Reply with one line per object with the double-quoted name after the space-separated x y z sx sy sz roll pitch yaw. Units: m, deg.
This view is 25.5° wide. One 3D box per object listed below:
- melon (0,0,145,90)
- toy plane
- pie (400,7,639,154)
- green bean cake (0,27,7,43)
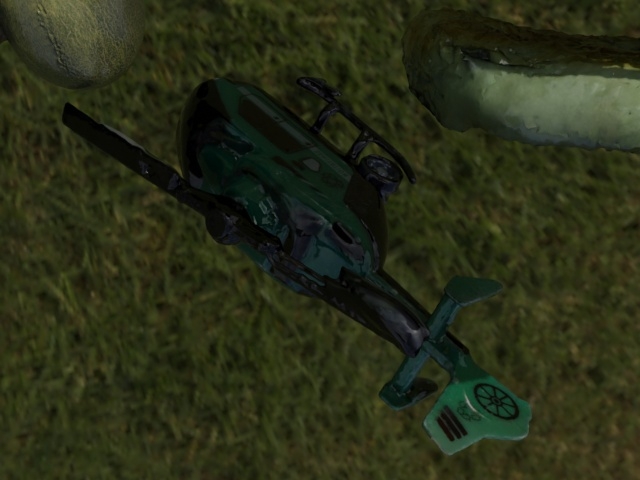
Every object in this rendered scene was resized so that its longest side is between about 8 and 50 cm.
-0.168 -0.160 0.936 0.098 0.098 0.130 -26 129 -2 "melon"
0.000 0.000 0.933 0.155 0.382 0.106 -15 141 -50 "toy plane"
0.150 -0.078 0.680 0.240 0.240 0.054 -1 105 -20 "pie"
-0.269 -0.197 0.941 0.233 0.097 0.198 -44 160 -18 "green bean cake"
